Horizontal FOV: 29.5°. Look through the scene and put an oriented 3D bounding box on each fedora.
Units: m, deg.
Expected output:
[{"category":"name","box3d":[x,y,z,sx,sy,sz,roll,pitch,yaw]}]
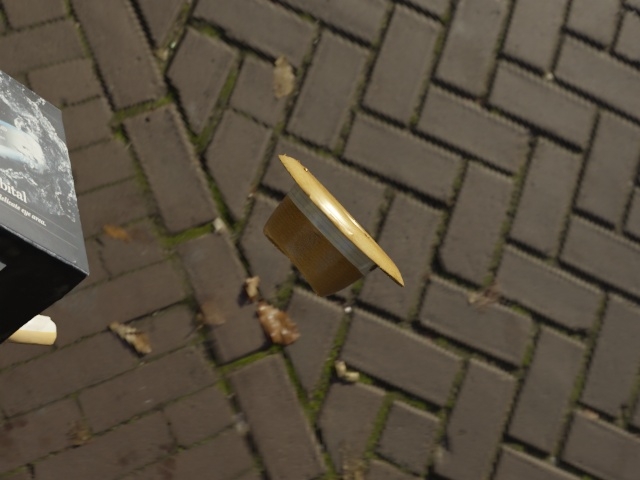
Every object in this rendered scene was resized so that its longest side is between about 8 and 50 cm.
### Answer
[{"category":"fedora","box3d":[0.000,0.000,1.215,0.079,0.194,0.194,-43,96,3]}]

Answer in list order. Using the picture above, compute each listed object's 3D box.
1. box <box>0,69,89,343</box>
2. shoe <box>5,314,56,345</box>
[{"category":"box","box3d":[-0.237,-0.042,0.751,0.156,0.093,0.158,36,26,-45]},{"category":"shoe","box3d":[-0.342,0.044,1.117,0.219,0.076,0.058,22,88,-22]}]
